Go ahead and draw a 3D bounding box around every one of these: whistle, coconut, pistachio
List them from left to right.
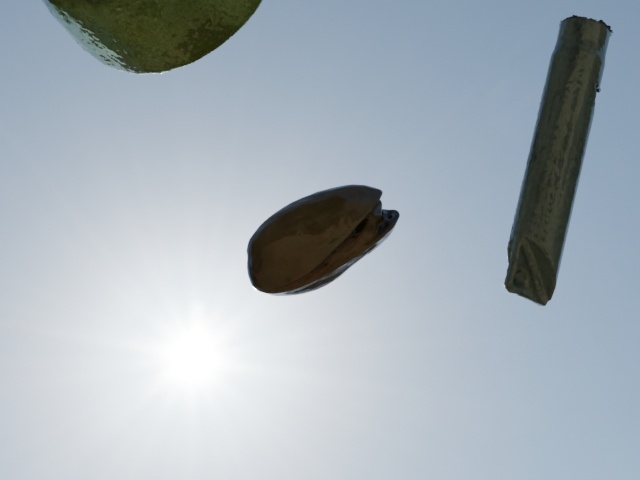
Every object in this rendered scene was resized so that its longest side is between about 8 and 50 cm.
[{"bbox_3d":[-0.212,-0.371,1.600,0.281,0.328,0.328,15,-21,30],"label":"coconut"},{"bbox_3d":[0.000,0.000,1.694,0.226,0.136,0.136,-29,-36,8],"label":"pistachio"},{"bbox_3d":[0.249,-0.086,1.300,0.062,0.312,0.062,14,-12,3],"label":"whistle"}]
